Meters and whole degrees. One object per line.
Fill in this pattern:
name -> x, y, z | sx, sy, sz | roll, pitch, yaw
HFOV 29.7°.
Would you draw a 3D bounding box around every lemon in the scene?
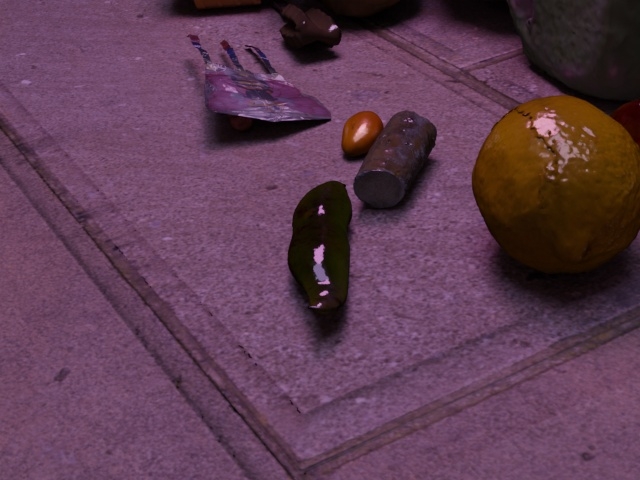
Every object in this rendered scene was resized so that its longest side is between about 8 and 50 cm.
lemon -> 0.286, -0.068, 1.440 | 0.204, 0.204, 0.260 | -5, 40, 1

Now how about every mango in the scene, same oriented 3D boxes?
mango -> 0.059, -0.153, 1.749 | 0.060, 0.046, 0.089 | 11, 48, 27

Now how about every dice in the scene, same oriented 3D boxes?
dice -> 0.486, -0.419, 1.852 | 0.322, 0.318, 0.330 | -17, 34, -19

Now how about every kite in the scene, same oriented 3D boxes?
kite -> -0.123, -0.265, 1.930 | 0.204, 0.022, 0.360 | 1, 28, -24

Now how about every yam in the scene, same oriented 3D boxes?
yam -> 0.103, -0.111, 1.646 | 0.078, 0.078, 0.179 | 6, 34, 18

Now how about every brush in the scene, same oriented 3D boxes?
brush -> -0.043, -0.391, 2.135 | 0.084, 0.071, 0.301 | 2, 20, -19

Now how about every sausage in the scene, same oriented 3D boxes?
sausage -> -0.141, -0.212, 1.876 | 0.042, 0.036, 0.158 | 18, 19, -33

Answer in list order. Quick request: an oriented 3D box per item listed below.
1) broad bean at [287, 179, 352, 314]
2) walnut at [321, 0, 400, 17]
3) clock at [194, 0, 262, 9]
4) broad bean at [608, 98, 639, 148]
broad bean -> 0.000, 0.000, 1.496 | 0.077, 0.061, 0.339 | 8, 33, -1
walnut -> 0.049, -0.549, 2.149 | 0.253, 0.282, 0.277 | 0, 43, 20
clock -> -0.177, -0.571, 2.327 | 0.244, 0.200, 0.317 | -1, 24, 1
broad bean -> 0.447, -0.111, 1.557 | 0.156, 0.122, 0.228 | -36, 30, 0
